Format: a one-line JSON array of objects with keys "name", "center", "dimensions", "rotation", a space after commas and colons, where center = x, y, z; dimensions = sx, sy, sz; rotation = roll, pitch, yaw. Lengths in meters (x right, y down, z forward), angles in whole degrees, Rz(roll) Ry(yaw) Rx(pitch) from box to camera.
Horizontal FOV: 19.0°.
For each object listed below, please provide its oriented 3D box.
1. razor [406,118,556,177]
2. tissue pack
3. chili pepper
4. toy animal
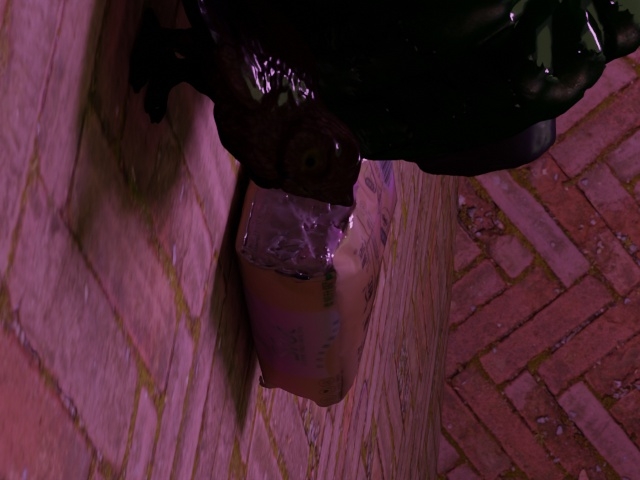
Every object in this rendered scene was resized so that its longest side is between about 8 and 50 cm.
[{"name": "razor", "center": [0.138, -0.239, 1.989], "dimensions": [0.113, 0.204, 0.349], "rotation": [-29, 111, -40]}, {"name": "tissue pack", "center": [0.000, 0.000, 1.709], "dimensions": [0.256, 0.123, 0.215], "rotation": [81, 20, -59]}, {"name": "chili pepper", "center": [0.094, -0.180, 1.338], "dimensions": [0.233, 0.257, 0.248], "rotation": [45, 63, -31]}, {"name": "toy animal", "center": [-0.033, -0.105, 1.220], "dimensions": [0.116, 0.179, 0.218], "rotation": [-53, 162, -18]}]
